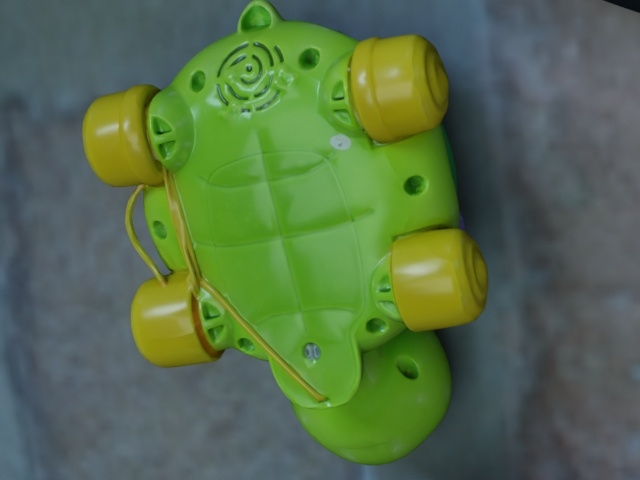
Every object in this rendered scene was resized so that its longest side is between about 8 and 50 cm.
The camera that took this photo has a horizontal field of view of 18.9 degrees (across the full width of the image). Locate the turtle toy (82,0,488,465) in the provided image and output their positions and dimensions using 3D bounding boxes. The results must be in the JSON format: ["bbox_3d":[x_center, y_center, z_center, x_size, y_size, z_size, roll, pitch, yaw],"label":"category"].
[{"bbox_3d":[0.000,0.000,0.499,0.095,0.066,0.130,-9,104,19],"label":"turtle toy"}]

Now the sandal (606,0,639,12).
[{"bbox_3d":[0.057,-0.100,0.458,0.254,0.054,0.097,8,108,14],"label":"sandal"}]
